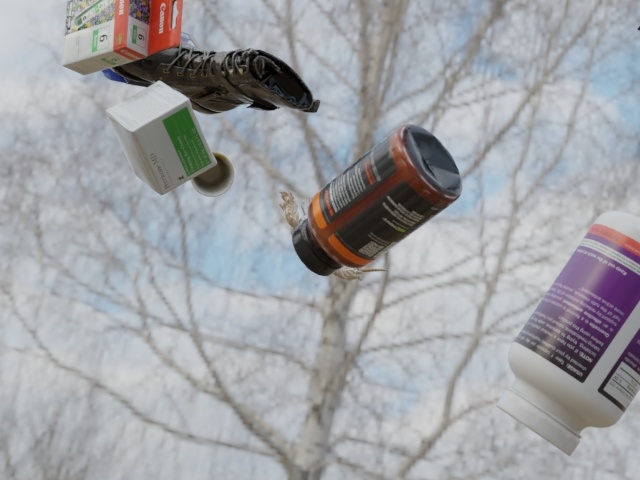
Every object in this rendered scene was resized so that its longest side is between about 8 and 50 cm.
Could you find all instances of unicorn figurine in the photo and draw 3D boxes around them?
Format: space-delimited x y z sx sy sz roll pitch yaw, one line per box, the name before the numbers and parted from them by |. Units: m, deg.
unicorn figurine | 0.000 0.000 1.870 0.162 0.111 0.060 27 -67 -34

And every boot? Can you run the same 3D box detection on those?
boot | -0.151 -0.242 1.824 0.263 0.091 0.229 26 -12 -36

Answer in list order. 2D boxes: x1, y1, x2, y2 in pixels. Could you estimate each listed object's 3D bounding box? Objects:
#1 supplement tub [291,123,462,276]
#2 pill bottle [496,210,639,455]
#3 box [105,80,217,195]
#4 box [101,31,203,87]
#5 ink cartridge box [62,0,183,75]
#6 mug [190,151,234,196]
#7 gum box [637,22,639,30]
supplement tub | 0.057 -0.038 1.528 0.106 0.106 0.198 30 -53 -35
pill bottle | 0.384 0.131 1.879 0.181 0.323 0.181 35 -2 2
box | -0.202 -0.131 1.712 0.102 0.087 0.101 36 -27 55
box | -0.252 -0.276 2.022 0.225 0.136 0.036 4 -49 -46
ink cartridge box | -0.167 -0.183 1.140 0.115 0.063 0.029 -10 -19 36
mug | -0.153 -0.103 1.898 0.062 0.078 0.064 9 7 -11
gum box | 0.470 -0.317 1.687 0.041 0.157 0.184 28 13 27
